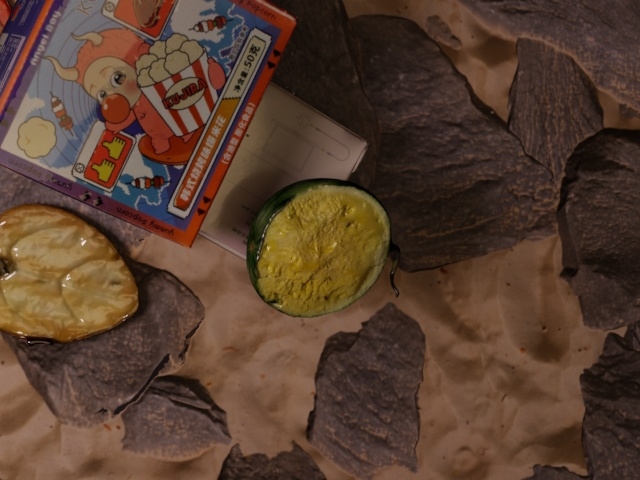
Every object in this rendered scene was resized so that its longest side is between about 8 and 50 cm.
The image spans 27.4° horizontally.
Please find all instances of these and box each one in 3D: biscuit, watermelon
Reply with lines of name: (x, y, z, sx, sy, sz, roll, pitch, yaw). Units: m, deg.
biscuit: (-0.388, 0.057, 1.916, 0.260, 0.041, 0.203, 19, 88, -20)
watermelon: (-0.007, -0.001, 1.874, 0.232, 0.127, 0.204, -13, 118, -22)

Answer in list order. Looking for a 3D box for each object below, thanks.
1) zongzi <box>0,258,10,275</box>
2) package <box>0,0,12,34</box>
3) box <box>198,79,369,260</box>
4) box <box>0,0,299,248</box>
zongzi: (-0.695, 0.214, 1.755, 0.466, 0.218, 0.500, 14, 97, -26)
package: (-0.448, -0.271, 1.856, 0.083, 0.022, 0.200, -30, 106, -11)
box: (-0.080, -0.094, 1.956, 0.203, 0.106, 0.252, 29, 87, -22)
box: (-0.270, -0.218, 1.786, 0.318, 0.257, 0.349, 27, 89, -24)
